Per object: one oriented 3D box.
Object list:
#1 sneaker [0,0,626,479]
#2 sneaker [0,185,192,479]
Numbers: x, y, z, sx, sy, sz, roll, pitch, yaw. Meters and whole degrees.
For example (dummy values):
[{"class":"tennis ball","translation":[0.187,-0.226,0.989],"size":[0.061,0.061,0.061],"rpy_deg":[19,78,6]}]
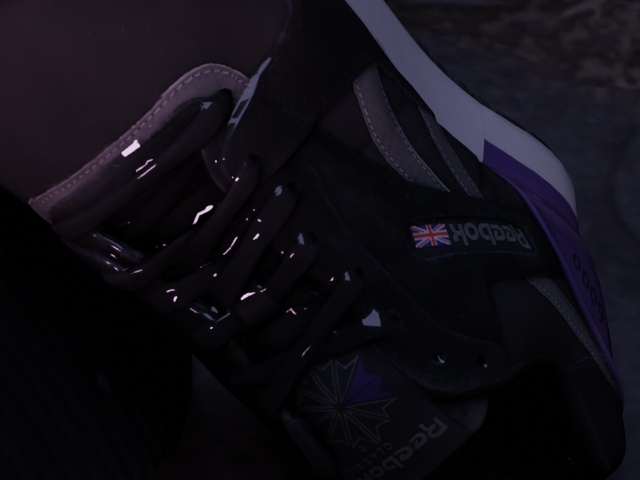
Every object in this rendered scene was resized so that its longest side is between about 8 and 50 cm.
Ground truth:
[{"class":"sneaker","translation":[0.000,0.000,0.496],"size":[0.283,0.107,0.124],"rpy_deg":[25,37,-43]},{"class":"sneaker","translation":[-0.141,0.065,0.496],"size":[0.146,0.122,0.330],"rpy_deg":[-21,16,23]}]
